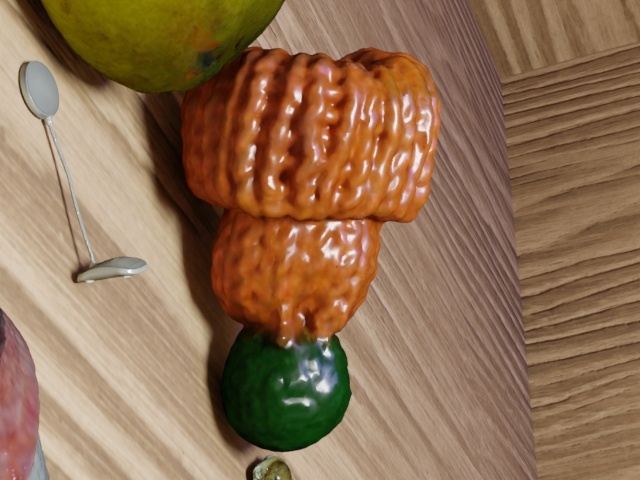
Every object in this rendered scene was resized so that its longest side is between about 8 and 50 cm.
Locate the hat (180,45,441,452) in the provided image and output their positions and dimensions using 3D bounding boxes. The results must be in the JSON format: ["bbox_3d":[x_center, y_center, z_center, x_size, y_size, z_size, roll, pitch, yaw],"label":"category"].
[{"bbox_3d":[0.000,0.000,1.419,0.285,0.285,0.400,-28,114,-72],"label":"hat"}]

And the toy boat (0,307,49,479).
[{"bbox_3d":[-0.209,0.167,0.948,0.206,0.096,0.282,-104,179,-52],"label":"toy boat"}]

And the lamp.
[{"bbox_3d":[-0.201,-0.060,1.170,0.050,0.056,0.198,-20,93,-69],"label":"lamp"}]

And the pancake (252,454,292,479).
[{"bbox_3d":[-0.044,0.285,1.439,0.116,0.023,0.129,-7,88,-72],"label":"pancake"}]

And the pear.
[{"bbox_3d":[-0.138,-0.289,1.216,0.269,0.269,0.321,-74,165,-57],"label":"pear"}]
